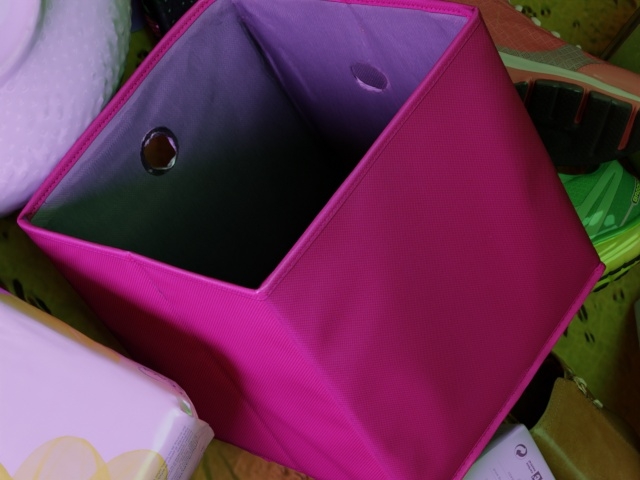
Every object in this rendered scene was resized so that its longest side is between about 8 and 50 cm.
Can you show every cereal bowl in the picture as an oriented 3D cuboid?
[{"bbox_3d":[-0.285,-0.165,1.161,0.339,0.141,0.339,1,88,-22],"label":"cereal bowl"}]

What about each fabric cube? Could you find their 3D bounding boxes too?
[{"bbox_3d":[0.000,0.000,1.190,0.254,0.259,0.258,-53,133,-22],"label":"fabric cube"}]

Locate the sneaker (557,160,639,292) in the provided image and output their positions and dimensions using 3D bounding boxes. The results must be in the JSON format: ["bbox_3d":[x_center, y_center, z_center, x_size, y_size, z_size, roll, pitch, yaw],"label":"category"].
[{"bbox_3d":[0.152,0.009,1.408,0.295,0.109,0.123,-22,71,-26],"label":"sneaker"}]

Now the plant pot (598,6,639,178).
[{"bbox_3d":[0.384,-0.097,1.457,0.293,0.275,0.275,40,67,0],"label":"plant pot"}]

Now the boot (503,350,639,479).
[{"bbox_3d":[0.225,0.225,1.331,0.104,0.295,0.211,-36,113,16],"label":"boot"}]

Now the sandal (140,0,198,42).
[{"bbox_3d":[-0.113,-0.183,1.316,0.067,0.040,0.179,-23,113,-34],"label":"sandal"}]

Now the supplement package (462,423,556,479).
[{"bbox_3d":[0.054,0.289,1.254,0.262,0.198,0.199,-34,100,-26],"label":"supplement package"}]

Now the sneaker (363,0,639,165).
[{"bbox_3d":[0.139,-0.160,1.369,0.314,0.116,0.136,14,63,-3],"label":"sneaker"}]

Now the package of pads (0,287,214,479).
[{"bbox_3d":[-0.245,0.140,1.098,0.296,0.101,0.229,27,77,14],"label":"package of pads"}]

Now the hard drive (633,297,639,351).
[{"bbox_3d":[0.357,0.198,1.399,0.210,0.040,0.319,36,31,-20],"label":"hard drive"}]

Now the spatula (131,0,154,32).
[{"bbox_3d":[-0.226,-0.278,1.281,0.296,0.030,0.084,43,69,-16],"label":"spatula"}]
